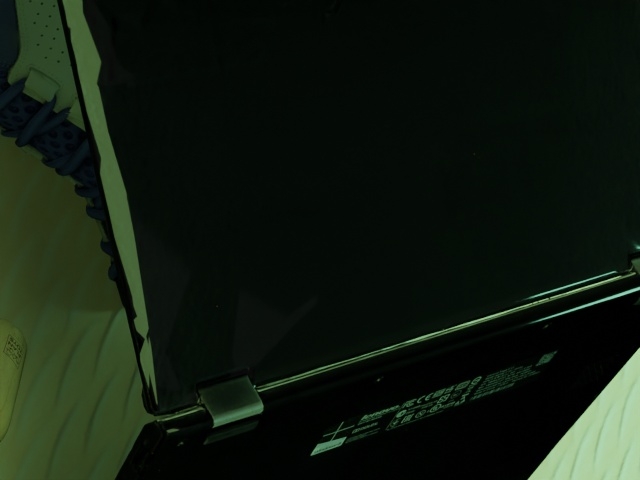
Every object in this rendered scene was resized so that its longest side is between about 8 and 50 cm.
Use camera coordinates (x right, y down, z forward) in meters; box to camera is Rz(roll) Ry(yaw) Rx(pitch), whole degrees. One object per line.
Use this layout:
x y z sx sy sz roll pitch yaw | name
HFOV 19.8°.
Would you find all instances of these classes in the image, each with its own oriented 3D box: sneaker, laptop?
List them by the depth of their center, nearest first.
0.000 0.000 1.028 0.382 0.408 0.236 -14 59 -36 | laptop
-0.104 -0.054 1.032 0.315 0.127 0.182 13 73 -35 | sneaker

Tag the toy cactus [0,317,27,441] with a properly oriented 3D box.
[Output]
-0.176 0.101 0.840 0.219 0.112 0.180 43 38 -22 | toy cactus
